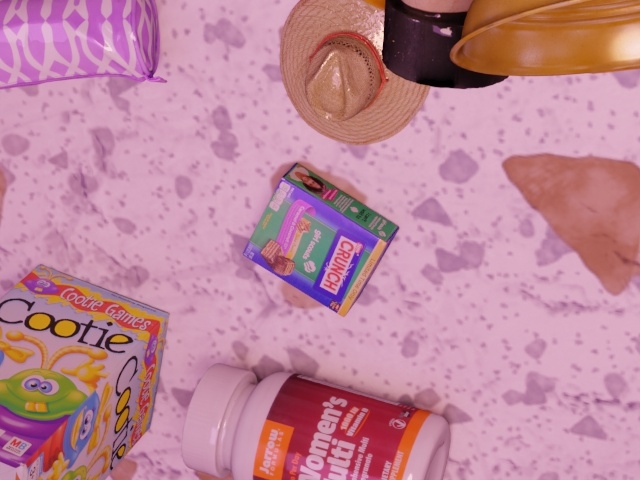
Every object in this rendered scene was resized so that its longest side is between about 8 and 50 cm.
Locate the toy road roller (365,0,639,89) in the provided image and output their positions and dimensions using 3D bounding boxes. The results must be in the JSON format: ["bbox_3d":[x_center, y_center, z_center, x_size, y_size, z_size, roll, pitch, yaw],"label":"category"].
[{"bbox_3d":[0.158,-0.253,1.231,0.329,0.240,0.202,-7,119,-15],"label":"toy road roller"}]

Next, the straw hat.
[{"bbox_3d":[0.018,-0.132,1.402,0.144,0.061,0.144,10,119,19],"label":"straw hat"}]

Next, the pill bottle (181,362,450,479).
[{"bbox_3d":[-0.004,0.186,1.538,0.221,0.121,0.121,15,120,15],"label":"pill bottle"}]

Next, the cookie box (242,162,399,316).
[{"bbox_3d":[0.000,0.000,1.489,0.107,0.040,0.092,31,122,5],"label":"cookie box"}]

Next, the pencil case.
[{"bbox_3d":[-0.236,-0.166,1.456,0.206,0.086,0.088,-6,85,14],"label":"pencil case"}]

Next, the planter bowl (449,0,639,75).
[{"bbox_3d":[0.183,-0.169,1.060,0.217,0.217,0.090,-9,83,26],"label":"planter bowl"}]

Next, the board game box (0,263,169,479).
[{"bbox_3d":[-0.264,0.159,1.541,0.142,0.275,0.144,19,121,13],"label":"board game box"}]
